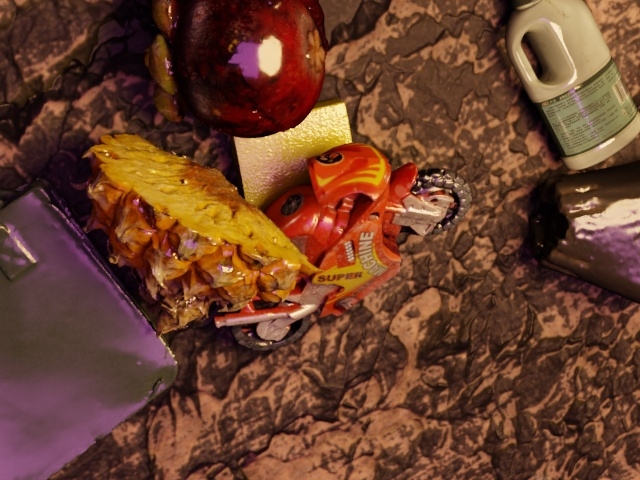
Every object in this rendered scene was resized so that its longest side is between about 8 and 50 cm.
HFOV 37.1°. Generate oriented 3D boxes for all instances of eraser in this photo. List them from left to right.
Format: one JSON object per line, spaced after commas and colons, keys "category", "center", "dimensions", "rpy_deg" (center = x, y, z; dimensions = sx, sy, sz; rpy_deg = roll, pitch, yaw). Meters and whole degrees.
{"category": "eraser", "center": [-0.028, -0.085, 0.977], "dimensions": [0.122, 0.045, 0.097], "rpy_deg": [-14, 109, -9]}

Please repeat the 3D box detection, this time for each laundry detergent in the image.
{"category": "laundry detergent", "center": [0.253, -0.190, 1.001], "dimensions": [0.099, 0.070, 0.225], "rpy_deg": [-32, 110, 1]}

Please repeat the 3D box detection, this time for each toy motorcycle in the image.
{"category": "toy motorcycle", "center": [0.001, 0.002, 0.949], "dimensions": [0.298, 0.089, 0.171], "rpy_deg": [-36, 134, 20]}

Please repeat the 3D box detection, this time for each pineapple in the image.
{"category": "pineapple", "center": [-0.155, 0.012, 0.876], "dimensions": [0.250, 0.140, 0.164], "rpy_deg": [43, 110, 19]}

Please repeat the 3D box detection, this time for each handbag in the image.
{"category": "handbag", "center": [-0.305, 0.100, 0.944], "dimensions": [0.247, 0.079, 0.260], "rpy_deg": [-35, 109, -3]}

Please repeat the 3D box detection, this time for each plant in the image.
{"category": "plant", "center": [0.361, -0.008, 1.041], "dimensions": [0.256, 0.142, 0.164], "rpy_deg": [9, 102, -4]}

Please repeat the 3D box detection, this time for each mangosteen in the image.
{"category": "mangosteen", "center": [-0.085, -0.178, 0.888], "dimensions": [0.180, 0.166, 0.166], "rpy_deg": [-1, 106, 13]}
